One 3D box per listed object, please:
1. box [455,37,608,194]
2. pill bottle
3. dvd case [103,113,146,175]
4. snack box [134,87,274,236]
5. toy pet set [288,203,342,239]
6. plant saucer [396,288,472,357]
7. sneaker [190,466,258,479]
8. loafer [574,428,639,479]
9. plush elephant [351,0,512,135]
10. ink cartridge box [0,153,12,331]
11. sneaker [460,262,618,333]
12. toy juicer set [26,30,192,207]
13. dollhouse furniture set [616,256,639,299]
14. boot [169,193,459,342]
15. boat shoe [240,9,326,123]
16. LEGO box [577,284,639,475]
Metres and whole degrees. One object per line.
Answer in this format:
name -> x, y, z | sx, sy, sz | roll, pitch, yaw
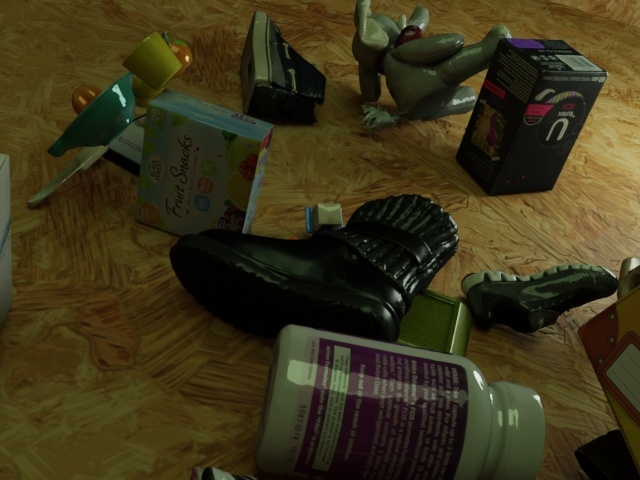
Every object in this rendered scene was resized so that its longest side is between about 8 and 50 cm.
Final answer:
box -> 0.401, -0.238, 1.465 | 0.165, 0.270, 0.143 | -6, 41, -26
pill bottle -> 0.087, 0.202, 0.855 | 0.302, 0.169, 0.169 | 11, 36, -5
dvd case -> -0.262, -0.180, 1.362 | 0.180, 0.022, 0.253 | 28, 38, 18
snack box -> -0.177, -0.099, 1.126 | 0.175, 0.207, 0.070 | 20, 34, 4
toy pet set -> 0.000, 0.000, 1.205 | 0.122, 0.065, 0.114 | 0, 73, -15
plant saucer -> 0.125, 0.119, 1.083 | 0.189, 0.045, 0.188 | 19, 36, 6
sneaker -> -0.088, 0.261, 0.730 | 0.077, 0.178, 0.071 | 14, 71, -13
loafer -> 0.359, 0.325, 0.878 | 0.078, 0.080, 0.220 | -8, 38, -4
plush elephant -> 0.180, -0.386, 1.587 | 0.330, 0.272, 0.255 | -24, 74, -11
ink cartridge box -> -0.453, 0.026, 0.838 | 0.171, 0.232, 0.168 | 8, 36, -10
sneaker -> 0.336, 0.096, 1.145 | 0.234, 0.078, 0.106 | -4, 47, 5
toy juicer set -> -0.332, -0.208, 1.171 | 0.089, 0.329, 0.209 | 45, 19, -13
dollhouse furniture set -> 0.729, 0.063, 1.133 | 0.394, 0.362, 0.256 | 45, 38, -3
boot -> -0.004, 0.019, 1.054 | 0.348, 0.131, 0.260 | 19, 44, 16
boat shoe -> -0.079, -0.364, 1.606 | 0.158, 0.127, 0.340 | 11, 44, -16
LEGO box -> 0.522, 0.279, 0.727 | 0.373, 0.193, 0.500 | 15, 45, -31
